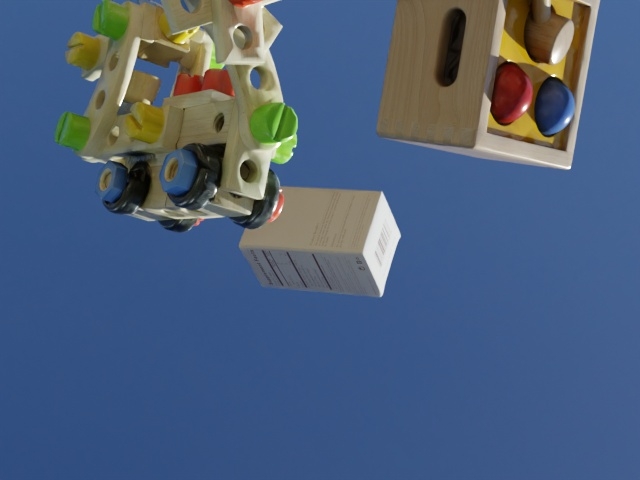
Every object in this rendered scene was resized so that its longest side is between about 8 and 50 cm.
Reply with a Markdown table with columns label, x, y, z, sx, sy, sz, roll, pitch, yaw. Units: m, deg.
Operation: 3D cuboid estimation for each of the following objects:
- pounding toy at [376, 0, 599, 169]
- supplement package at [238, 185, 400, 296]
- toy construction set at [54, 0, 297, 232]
| label | x | y | z | sx | sy | sz | roll | pitch | yaw |
| --- | --- | --- | --- | --- | --- | --- | --- | --- | --- |
| pounding toy | 0.109 | -0.119 | 0.703 | 0.100 | 0.141 | 0.130 | 12 | -175 | 41 |
| supplement package | 0.000 | 0.000 | 1.612 | 0.179 | 0.105 | 0.105 | 4 | -123 | 24 |
| toy construction set | -0.102 | -0.121 | 0.934 | 0.151 | 0.328 | 0.215 | 14 | -100 | -22 |
